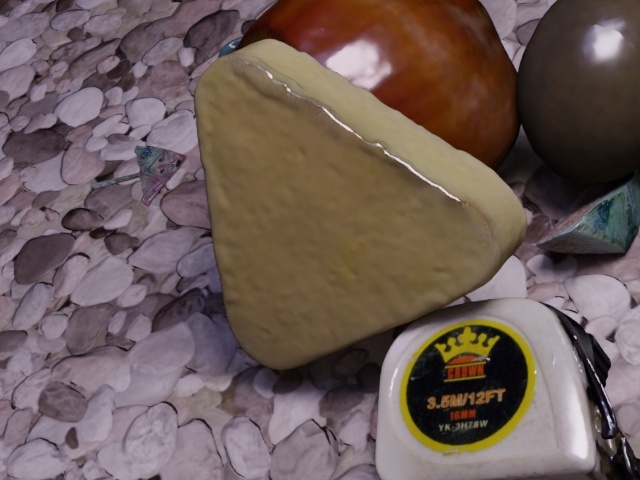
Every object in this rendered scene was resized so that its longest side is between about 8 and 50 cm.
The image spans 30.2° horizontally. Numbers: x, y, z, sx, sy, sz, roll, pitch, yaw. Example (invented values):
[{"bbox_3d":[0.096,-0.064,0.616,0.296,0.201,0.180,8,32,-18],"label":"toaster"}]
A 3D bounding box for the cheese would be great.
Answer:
[{"bbox_3d":[-0.001,-0.001,1.331,0.384,0.383,0.104,8,28,28],"label":"cheese"}]

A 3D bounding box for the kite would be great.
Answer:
[{"bbox_3d":[-0.266,-0.096,1.744,0.153,0.005,0.137,-22,46,4],"label":"kite"}]

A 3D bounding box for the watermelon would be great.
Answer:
[{"bbox_3d":[0.332,-0.028,1.407,0.180,0.081,0.094,-29,23,-27],"label":"watermelon"}]

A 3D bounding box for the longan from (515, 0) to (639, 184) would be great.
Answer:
[{"bbox_3d":[0.345,-0.183,1.402,0.248,0.248,0.248,-11,48,13],"label":"longan"}]

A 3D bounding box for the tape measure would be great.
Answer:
[{"bbox_3d":[0.204,0.166,1.230,0.271,0.133,0.231,-12,53,29],"label":"tape measure"}]

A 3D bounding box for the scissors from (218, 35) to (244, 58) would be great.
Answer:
[{"bbox_3d":[-0.030,-0.276,1.780,0.289,0.041,0.138,-4,42,20],"label":"scissors"}]

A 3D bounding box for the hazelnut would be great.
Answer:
[{"bbox_3d":[0.062,-0.179,1.481,0.366,0.365,0.365,-11,48,13],"label":"hazelnut"}]
